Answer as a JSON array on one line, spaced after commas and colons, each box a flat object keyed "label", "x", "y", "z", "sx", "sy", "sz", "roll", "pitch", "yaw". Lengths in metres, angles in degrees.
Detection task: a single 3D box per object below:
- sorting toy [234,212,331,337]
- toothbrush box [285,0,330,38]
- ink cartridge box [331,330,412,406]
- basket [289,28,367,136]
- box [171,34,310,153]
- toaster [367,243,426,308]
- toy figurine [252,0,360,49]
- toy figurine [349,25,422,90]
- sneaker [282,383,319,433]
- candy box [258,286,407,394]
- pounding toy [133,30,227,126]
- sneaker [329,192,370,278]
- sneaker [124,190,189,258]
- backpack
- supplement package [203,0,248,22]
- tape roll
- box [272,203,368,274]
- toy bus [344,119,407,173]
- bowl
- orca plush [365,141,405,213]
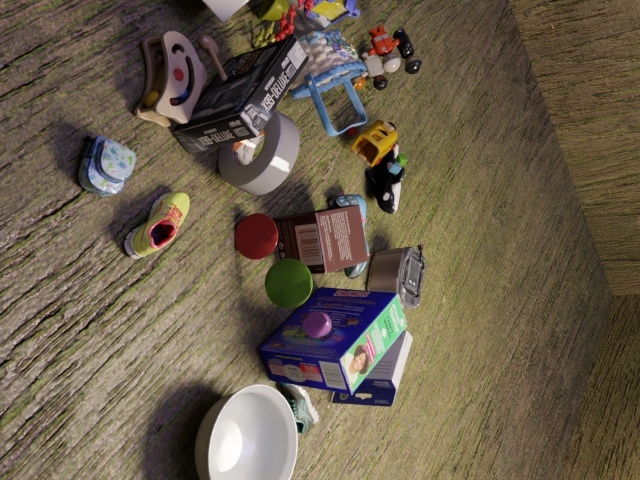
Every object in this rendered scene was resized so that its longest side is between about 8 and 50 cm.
[{"label": "sorting toy", "x": -0.079, "y": 0.092, "z": 1.819, "sx": 0.365, "sy": 0.127, "sz": 0.126, "roll": 55, "pitch": 11, "yaw": 13}, {"label": "toothbrush box", "x": -0.017, "y": -0.767, "z": 2.062, "sx": 0.216, "sy": 0.126, "sz": 0.295, "roll": 58, "pitch": 45, "yaw": -28}, {"label": "ink cartridge box", "x": 0.139, "y": 0.366, "z": 2.026, "sx": 0.045, "sy": 0.223, "sz": 0.224, "roll": 47, "pitch": 51, "yaw": -36}, {"label": "basket", "x": 0.025, "y": -0.448, "z": 1.996, "sx": 0.255, "sy": 0.201, "sz": 0.289, "roll": -39, "pitch": 109, "yaw": -60}, {"label": "box", "x": -0.191, "y": -0.355, "z": 1.706, "sx": 0.076, "sy": 0.242, "sz": 0.307, "roll": 53, "pitch": 49, "yaw": -32}, {"label": "toaster", "x": 0.243, "y": 0.112, "z": 2.244, "sx": 0.129, "sy": 0.146, "sz": 0.227, "roll": 32, "pitch": 62, "yaw": -45}, {"label": "toy figurine", "x": -0.007, "y": -0.594, "z": 1.832, "sx": 0.217, "sy": 0.362, "sz": 0.191, "roll": 9, "pitch": 82, "yaw": -27}, {"label": "toy figurine", "x": 0.190, "y": -0.564, "z": 2.217, "sx": 0.213, "sy": 0.210, "sz": 0.148, "roll": -16, "pitch": 81, "yaw": -54}, {"label": "sneaker", "x": -0.063, "y": 0.457, "z": 1.898, "sx": 0.076, "sy": 0.065, "sz": 0.166, "roll": -48, "pitch": 120, "yaw": -37}, {"label": "candy box", "x": 0.039, "y": 0.258, "z": 1.882, "sx": 0.317, "sy": 0.268, "sz": 0.122, "roll": -43, "pitch": 124, "yaw": -44}, {"label": "pounding toy", "x": -0.323, "y": -0.397, "z": 1.618, "sx": 0.154, "sy": 0.155, "sz": 0.269, "roll": 43, "pitch": 54, "yaw": -44}, {"label": "sneaker", "x": 0.068, "y": -0.013, "z": 2.111, "sx": 0.125, "sy": 0.104, "sz": 0.261, "roll": 4, "pitch": 77, "yaw": -33}, {"label": "sneaker", "x": -0.349, "y": -0.037, "z": 1.588, "sx": 0.081, "sy": 0.094, "sz": 0.208, "roll": 54, "pitch": 46, "yaw": -29}, {"label": "backpack", "x": -0.454, "y": -0.155, "z": 1.485, "sx": 0.105, "sy": 0.084, "sz": 0.114, "roll": 28, "pitch": 67, "yaw": -43}, {"label": "supplement package", "x": -0.197, "y": -0.703, "z": 1.679, "sx": 0.177, "sy": 0.293, "sz": 0.175, "roll": 47, "pitch": 9, "yaw": -37}, {"label": "tape roll", "x": -0.157, "y": -0.227, "z": 1.747, "sx": 0.072, "sy": 0.219, "sz": 0.219, "roll": 24, "pitch": 67, "yaw": -47}, {"label": "box", "x": 0.000, "y": 0.000, "z": 1.948, "sx": 0.203, "sy": 0.167, "sz": 0.168, "roll": -13, "pitch": 95, "yaw": -51}, {"label": "toy bus", "x": 0.188, "y": -0.322, "z": 2.189, "sx": 0.191, "sy": 0.104, "sz": 0.202, "roll": 5, "pitch": 54, "yaw": -23}, {"label": "bowl", "x": -0.199, "y": 0.491, "z": 1.670, "sx": 0.298, "sy": 0.134, "sz": 0.297, "roll": 9, "pitch": 78, "yaw": -49}, {"label": "orca plush", "x": 0.203, "y": -0.226, "z": 2.280, "sx": 0.102, "sy": 0.151, "sz": 0.287, "roll": 15, "pitch": 75, "yaw": -16}]
